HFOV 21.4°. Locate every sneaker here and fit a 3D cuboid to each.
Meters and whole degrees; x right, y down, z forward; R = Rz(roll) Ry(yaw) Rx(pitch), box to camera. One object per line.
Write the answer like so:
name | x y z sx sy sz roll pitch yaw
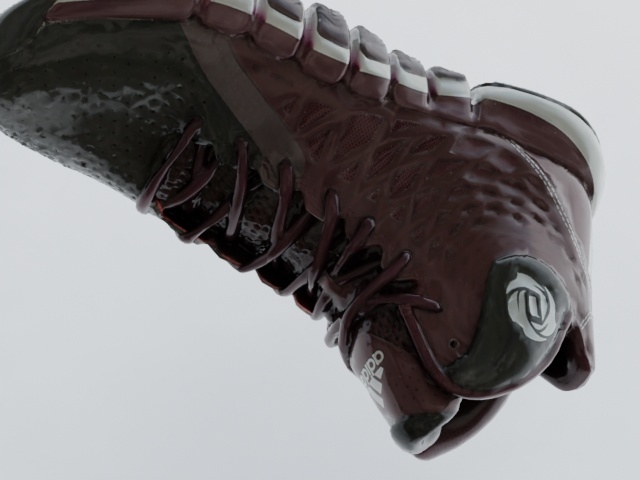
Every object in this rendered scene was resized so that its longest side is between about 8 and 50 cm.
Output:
sneaker | 0.000 0.000 0.665 0.281 0.106 0.162 11 -124 -22
